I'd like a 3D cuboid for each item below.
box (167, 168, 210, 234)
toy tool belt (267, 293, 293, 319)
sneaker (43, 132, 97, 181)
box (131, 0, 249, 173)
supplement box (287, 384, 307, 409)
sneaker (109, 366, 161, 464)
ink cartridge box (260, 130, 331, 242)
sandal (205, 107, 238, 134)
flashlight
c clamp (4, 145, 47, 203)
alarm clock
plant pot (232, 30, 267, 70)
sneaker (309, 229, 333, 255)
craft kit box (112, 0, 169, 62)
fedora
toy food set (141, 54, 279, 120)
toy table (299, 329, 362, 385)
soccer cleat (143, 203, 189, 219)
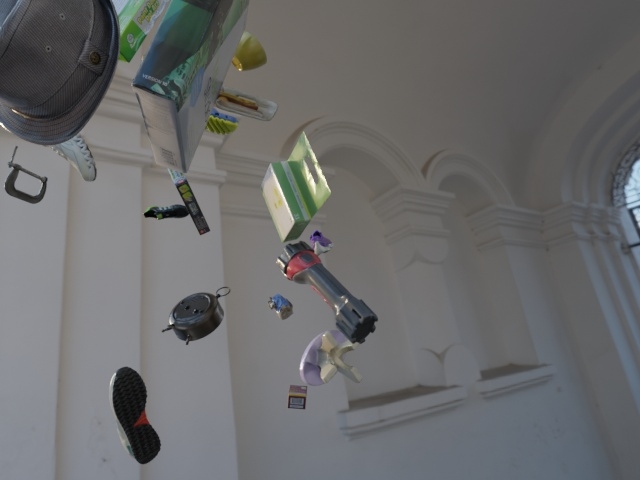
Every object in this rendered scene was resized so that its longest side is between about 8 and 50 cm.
[{"bbox_3d":[-0.395,-0.123,1.212,0.036,0.114,0.206,-26,-38,-14],"label":"box"},{"bbox_3d":[-0.107,0.161,1.032,0.052,0.083,0.051,-38,-42,-19],"label":"toy tool belt"},{"bbox_3d":[-0.785,-0.302,1.223,0.118,0.292,0.110,-30,4,-24],"label":"sneaker"},{"bbox_3d":[-0.174,-0.287,0.599,0.059,0.321,0.232,18,-16,-11],"label":"box"},{"bbox_3d":[-0.069,0.471,1.212,0.055,0.043,0.083,4,0,1],"label":"supplement box"},{"bbox_3d":[-0.322,0.289,0.670,0.075,0.161,0.057,-11,7,39],"label":"sneaker"},{"bbox_3d":[-0.069,-0.119,0.961,0.056,0.171,0.235,-15,-17,-26],"label":"ink cartridge box"},{"bbox_3d":[-0.509,-0.561,1.755,0.318,0.138,0.126,16,-18,-1],"label":"sandal"},{"bbox_3d":[0.010,0.120,0.963,0.103,0.304,0.103,-53,-39,10],"label":"flashlight"},{"bbox_3d":[-0.892,-0.187,1.228,0.022,0.137,0.160,12,-17,8],"label":"c clamp"},{"bbox_3d":[-0.305,0.177,1.032,0.130,0.064,0.192,11,39,36],"label":"alarm clock"},{"bbox_3d":[-0.281,-0.688,1.499,0.095,0.134,0.134,-47,-13,-14],"label":"plant pot"},{"bbox_3d":[0.000,0.000,1.248,0.068,0.071,0.170,-20,4,2],"label":"sneaker"},{"bbox_3d":[-0.488,-0.541,0.931,0.247,0.249,0.061,17,-16,21],"label":"craft kit box"},{"bbox_3d":[-0.421,-0.285,0.563,0.244,0.275,0.124,32,4,11],"label":"fedora"},{"bbox_3d":[-0.271,-0.400,1.050,0.220,0.092,0.306,24,16,18],"label":"toy food set"},{"bbox_3d":[0.053,0.480,1.667,0.252,0.274,0.161,47,-36,-17],"label":"toy table"},{"bbox_3d":[-0.598,-0.105,1.568,0.179,0.072,0.060,0,-62,10],"label":"soccer cleat"}]
